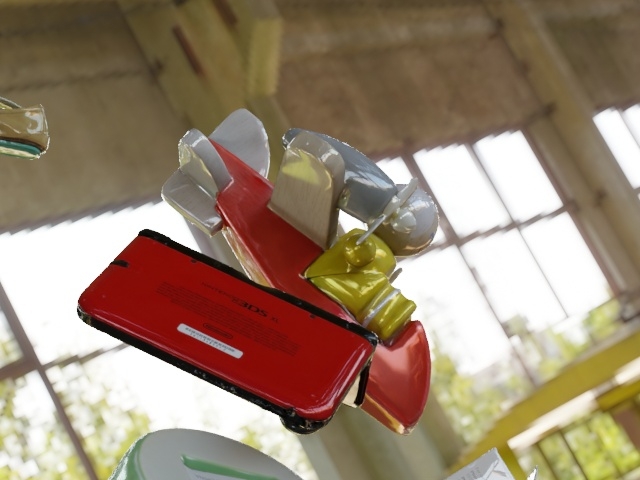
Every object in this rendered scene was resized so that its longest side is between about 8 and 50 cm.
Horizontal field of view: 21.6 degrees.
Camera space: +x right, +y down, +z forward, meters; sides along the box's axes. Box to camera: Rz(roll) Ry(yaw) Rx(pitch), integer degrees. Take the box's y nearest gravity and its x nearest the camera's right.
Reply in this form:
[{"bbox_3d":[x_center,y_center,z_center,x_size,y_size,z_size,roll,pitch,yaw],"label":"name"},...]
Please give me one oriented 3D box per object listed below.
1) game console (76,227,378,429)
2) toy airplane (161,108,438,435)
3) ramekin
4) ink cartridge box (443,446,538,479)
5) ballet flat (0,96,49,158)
[{"bbox_3d":[-0.050,0.063,0.900,0.124,0.144,0.085,-53,-16,-55],"label":"game console"},{"bbox_3d":[0.000,0.000,1.930,0.272,0.384,0.386,-27,26,-12],"label":"toy airplane"},{"bbox_3d":[-0.111,0.334,1.792,0.303,0.303,0.148,-6,-52,-62],"label":"ramekin"},{"bbox_3d":[0.098,0.215,1.163,0.143,0.090,0.092,-31,-14,-9],"label":"ink cartridge box"},{"bbox_3d":[-0.448,-0.147,2.054,0.232,0.073,0.080,6,-16,-17],"label":"ballet flat"}]
